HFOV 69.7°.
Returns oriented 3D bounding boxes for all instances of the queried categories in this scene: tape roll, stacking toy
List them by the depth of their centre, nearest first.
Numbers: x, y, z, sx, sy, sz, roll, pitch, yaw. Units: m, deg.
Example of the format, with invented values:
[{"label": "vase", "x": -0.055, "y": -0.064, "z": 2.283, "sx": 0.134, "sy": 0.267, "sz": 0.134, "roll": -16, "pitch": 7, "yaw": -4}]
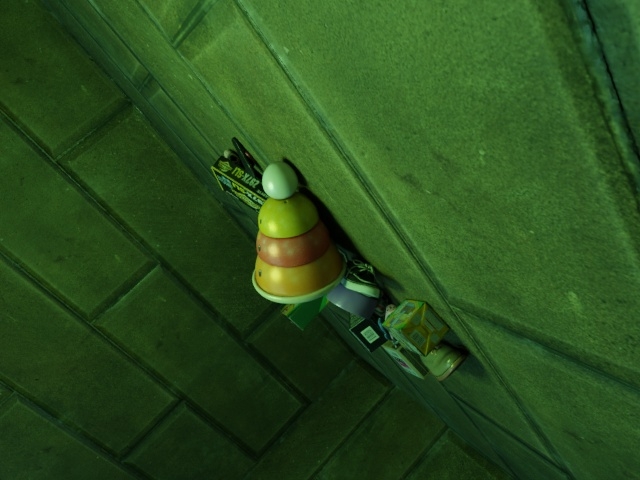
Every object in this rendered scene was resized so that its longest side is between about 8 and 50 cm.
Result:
[{"label": "stacking toy", "x": -0.108, "y": -0.054, "z": 1.603, "sx": 0.351, "sy": 0.351, "sz": 0.479, "roll": 32, "pitch": 140, "yaw": 49}, {"label": "tape roll", "x": 0.123, "y": 0.224, "z": 1.763, "sx": 0.189, "sy": 0.080, "sz": 0.189, "roll": 26, "pitch": -178, "yaw": -1}]

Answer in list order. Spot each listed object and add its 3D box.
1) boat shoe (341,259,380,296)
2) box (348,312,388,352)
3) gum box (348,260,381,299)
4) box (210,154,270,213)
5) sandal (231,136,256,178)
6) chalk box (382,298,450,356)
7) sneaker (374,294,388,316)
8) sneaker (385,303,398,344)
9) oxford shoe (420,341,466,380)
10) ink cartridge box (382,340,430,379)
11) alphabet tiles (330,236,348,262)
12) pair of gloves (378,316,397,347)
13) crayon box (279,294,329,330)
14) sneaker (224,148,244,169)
[{"label": "boat shoe", "x": 0.146, "y": 0.129, "z": 1.662, "sx": 0.113, "sy": 0.104, "sz": 0.306, "roll": 19, "pitch": -178, "yaw": -9}, {"label": "box", "x": 0.215, "y": 0.377, "z": 2.077, "sx": 0.153, "sy": 0.108, "sz": 0.207, "roll": 48, "pitch": -168, "yaw": -10}, {"label": "gum box", "x": 0.174, "y": 0.180, "z": 1.890, "sx": 0.157, "sy": 0.041, "sz": 0.184, "roll": 38, "pitch": 167, "yaw": 30}, {"label": "box", "x": -0.303, "y": -0.212, "z": 2.002, "sx": 0.322, "sy": 0.079, "sz": 0.257, "roll": 33, "pitch": 165, "yaw": 8}, {"label": "sandal", "x": -0.290, "y": -0.328, "z": 1.808, "sx": 0.067, "sy": 0.040, "sz": 0.179, "roll": 6, "pitch": 125, "yaw": 64}, {"label": "chalk box", "x": 0.314, "y": 0.291, "z": 1.574, "sx": 0.132, "sy": 0.132, "sz": 0.213, "roll": 46, "pitch": 169, "yaw": -7}, {"label": "sneaker", "x": 0.256, "y": 0.258, "z": 1.855, "sx": 0.057, "sy": 0.075, "sz": 0.161, "roll": 28, "pitch": -170, "yaw": 20}, {"label": "sneaker", "x": 0.319, "y": 0.337, "z": 1.846, "sx": 0.319, "sy": 0.112, "sz": 0.131, "roll": 65, "pitch": -177, "yaw": -66}, {"label": "oxford shoe", "x": 0.421, "y": 0.420, "z": 1.667, "sx": 0.130, "sy": 0.123, "sz": 0.348, "roll": 49, "pitch": 168, "yaw": 10}, {"label": "ink cartridge box", "x": 0.415, "y": 0.551, "z": 2.202, "sx": 0.193, "sy": 0.088, "sz": 0.235, "roll": 47, "pitch": 168, "yaw": -2}, {"label": "alphabet tiles", "x": 0.000, "y": 0.000, "z": 1.962, "sx": 0.343, "sy": 0.011, "sz": 0.285, "roll": 39, "pitch": 166, "yaw": 28}, {"label": "pair of gloves", "x": 0.288, "y": 0.377, "z": 2.009, "sx": 0.159, "sy": 0.023, "sz": 0.198, "roll": 56, "pitch": -165, "yaw": -18}, {"label": "crayon box", "x": -0.056, "y": 0.307, "z": 2.443, "sx": 0.106, "sy": 0.313, "sz": 0.363, "roll": 44, "pitch": 168, "yaw": -8}, {"label": "sneaker", "x": -0.371, "y": -0.333, "z": 2.010, "sx": 0.070, "sy": 0.051, "sz": 0.134, "roll": 40, "pitch": 164, "yaw": 50}]
